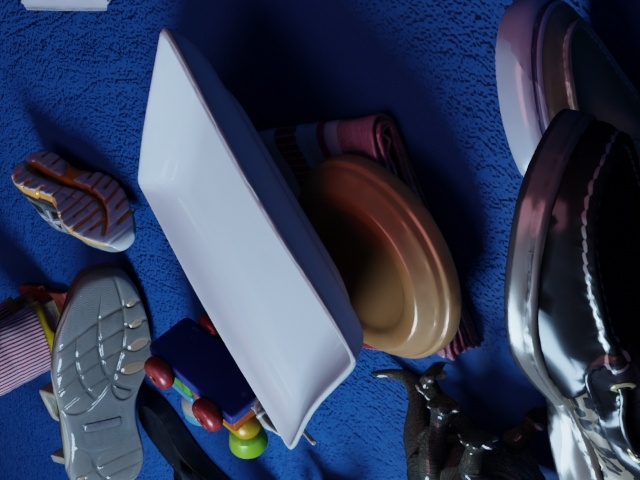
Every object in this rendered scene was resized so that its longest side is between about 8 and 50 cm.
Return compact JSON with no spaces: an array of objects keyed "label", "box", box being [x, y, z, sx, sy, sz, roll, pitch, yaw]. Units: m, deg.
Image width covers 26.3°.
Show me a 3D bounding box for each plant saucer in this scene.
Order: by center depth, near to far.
[{"label":"plant saucer","box":[0.042,0.021,1.219,0.200,0.037,0.200,37,143,34]}]

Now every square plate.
[{"label":"square plate","box":[-0.071,0.009,1.319,0.344,0.049,0.347,59,160,13]}]

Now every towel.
[{"label":"towel","box":[0.000,0.000,1.333,0.329,0.037,0.237,-1,115,55]}]

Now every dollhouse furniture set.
[{"label":"dollhouse furniture set","box":[-0.410,0.266,1.982,0.152,0.201,0.374,8,123,52]}]

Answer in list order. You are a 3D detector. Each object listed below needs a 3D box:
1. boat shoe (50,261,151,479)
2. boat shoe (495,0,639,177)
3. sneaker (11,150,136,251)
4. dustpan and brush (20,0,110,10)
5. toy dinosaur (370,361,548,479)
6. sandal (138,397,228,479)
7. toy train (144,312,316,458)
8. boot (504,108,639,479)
[{"label":"boat shoe","box":[-0.307,0.174,1.818,0.130,0.132,0.355,-129,39,-49]},{"label":"boat shoe","box":[0.216,-0.039,0.951,0.094,0.109,0.302,-5,124,42]},{"label":"sneaker","box":[-0.291,-0.038,1.678,0.215,0.084,0.083,34,155,40]},{"label":"dustpan and brush","box":[-0.287,-0.347,1.424,0.147,0.060,0.211,8,131,39]},{"label":"toy dinosaur","box":[0.133,0.214,1.255,0.313,0.121,0.160,22,121,39]},{"label":"sandal","box":[-0.171,0.328,1.840,0.254,0.054,0.097,48,148,16]},{"label":"toy train","box":[-0.088,0.205,1.583,0.248,0.105,0.143,36,153,32]},{"label":"boot","box":[0.274,0.085,0.838,0.284,0.138,0.377,11,140,30]}]
